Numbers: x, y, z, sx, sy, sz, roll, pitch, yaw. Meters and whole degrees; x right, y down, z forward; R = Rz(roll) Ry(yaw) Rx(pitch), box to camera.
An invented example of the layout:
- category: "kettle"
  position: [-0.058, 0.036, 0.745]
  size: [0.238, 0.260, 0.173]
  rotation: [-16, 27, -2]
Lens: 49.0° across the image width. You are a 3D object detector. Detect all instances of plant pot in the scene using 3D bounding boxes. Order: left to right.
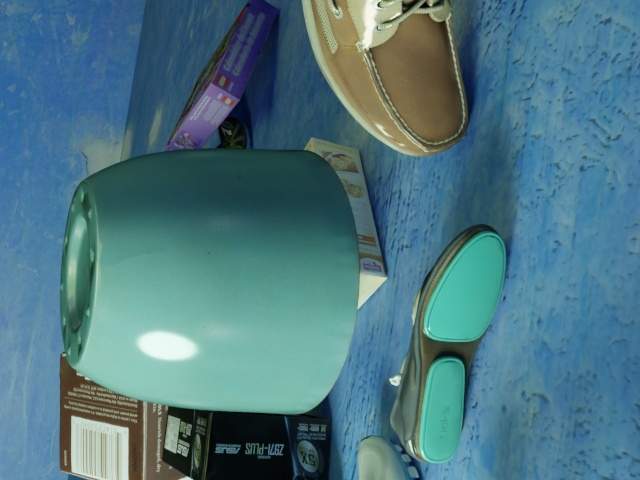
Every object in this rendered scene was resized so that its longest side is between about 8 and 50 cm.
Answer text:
- category: "plant pot"
  position: [-0.135, 0.039, 0.731]
  size: [0.293, 0.235, 0.293]
  rotation: [-10, 78, 60]

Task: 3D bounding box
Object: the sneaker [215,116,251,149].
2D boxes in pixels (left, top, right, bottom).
- category: "sneaker"
  position: [-0.163, -0.145, 1.211]
  size: [0.067, 0.078, 0.188]
  rotation: [128, 146, -47]

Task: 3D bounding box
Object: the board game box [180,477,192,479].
- category: "board game box"
  position: [-0.264, 0.254, 1.279]
  size: [0.347, 0.078, 0.234]
  rotation: [34, 112, 63]

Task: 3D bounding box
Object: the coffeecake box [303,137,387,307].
- category: "coffeecake box"
  position: [0.000, 0.000, 0.822]
  size: [0.142, 0.068, 0.186]
  rotation: [-53, 37, 44]

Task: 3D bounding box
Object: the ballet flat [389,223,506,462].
- category: "ballet flat"
  position: [0.098, 0.081, 0.586]
  size: [0.074, 0.074, 0.203]
  rotation: [-153, 72, -64]

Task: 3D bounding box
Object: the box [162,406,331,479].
- category: "box"
  position: [-0.093, 0.239, 0.838]
  size: [0.180, 0.147, 0.078]
  rotation: [-16, 66, 62]

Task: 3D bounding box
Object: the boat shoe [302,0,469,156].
- category: "boat shoe"
  position: [0.046, -0.219, 0.593]
  size: [0.325, 0.123, 0.116]
  rotation: [62, 166, -15]

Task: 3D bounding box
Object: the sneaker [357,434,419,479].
- category: "sneaker"
  position: [0.046, 0.261, 0.612]
  size: [0.071, 0.082, 0.191]
  rotation: [124, 147, -45]

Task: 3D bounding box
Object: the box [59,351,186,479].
- category: "box"
  position: [-0.233, 0.232, 0.988]
  size: [0.168, 0.203, 0.167]
  rotation: [0, 90, 32]

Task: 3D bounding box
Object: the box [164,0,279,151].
- category: "box"
  position: [-0.185, -0.282, 1.269]
  size: [0.293, 0.057, 0.201]
  rotation: [-30, 37, 59]
